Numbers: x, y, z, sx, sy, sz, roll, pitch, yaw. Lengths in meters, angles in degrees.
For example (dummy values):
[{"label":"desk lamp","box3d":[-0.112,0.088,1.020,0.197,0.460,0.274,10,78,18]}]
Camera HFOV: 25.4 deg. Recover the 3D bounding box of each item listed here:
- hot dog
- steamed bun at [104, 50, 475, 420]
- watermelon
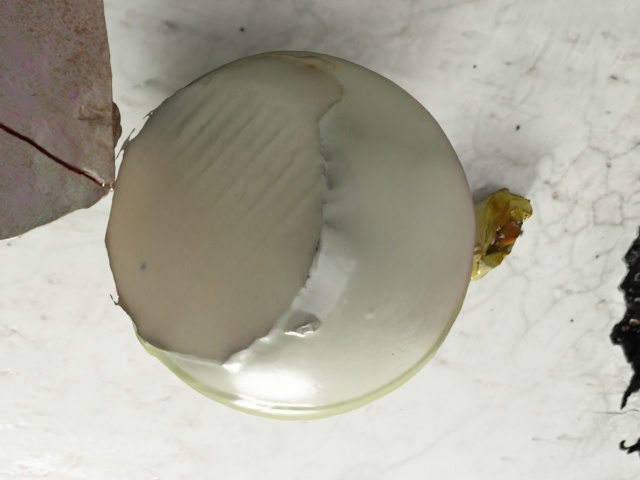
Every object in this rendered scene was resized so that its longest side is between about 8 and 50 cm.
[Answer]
[{"label":"hot dog","box3d":[0.140,0.009,1.366,0.169,0.061,0.078,-26,128,-7]},{"label":"steamed bun","box3d":[0.000,0.000,1.169,0.309,0.309,0.309,-11,124,-18]},{"label":"watermelon","box3d":[-0.274,-0.085,1.023,0.292,0.319,0.222,-14,161,-13]}]
